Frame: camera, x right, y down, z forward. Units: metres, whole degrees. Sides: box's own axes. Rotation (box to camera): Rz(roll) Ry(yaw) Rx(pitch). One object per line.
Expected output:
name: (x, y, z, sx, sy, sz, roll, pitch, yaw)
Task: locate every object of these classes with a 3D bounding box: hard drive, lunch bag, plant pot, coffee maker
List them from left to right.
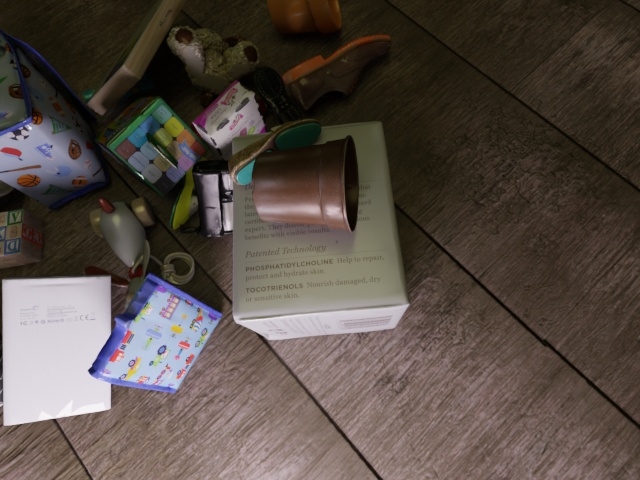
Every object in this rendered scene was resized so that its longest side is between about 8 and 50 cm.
lunch bag: (-0.774, -0.339, 1.150, 0.239, 0.328, 0.385, -25, 68, -4)
hard drive: (-0.597, 0.242, 0.980, 0.210, 0.040, 0.319, 0, 93, -27)
lunch bag: (-0.367, 0.207, 0.948, 0.138, 0.293, 0.221, 26, 74, 12)
coffee maker: (-0.278, -0.106, 1.093, 0.171, 0.178, 0.120, -15, 31, -25)
plant pot: (-0.054, -0.727, 1.313, 0.188, 0.205, 0.205, -10, 70, 18)
plant pot: (-0.024, -0.097, 0.756, 0.165, 0.167, 0.167, 0, 71, 12)

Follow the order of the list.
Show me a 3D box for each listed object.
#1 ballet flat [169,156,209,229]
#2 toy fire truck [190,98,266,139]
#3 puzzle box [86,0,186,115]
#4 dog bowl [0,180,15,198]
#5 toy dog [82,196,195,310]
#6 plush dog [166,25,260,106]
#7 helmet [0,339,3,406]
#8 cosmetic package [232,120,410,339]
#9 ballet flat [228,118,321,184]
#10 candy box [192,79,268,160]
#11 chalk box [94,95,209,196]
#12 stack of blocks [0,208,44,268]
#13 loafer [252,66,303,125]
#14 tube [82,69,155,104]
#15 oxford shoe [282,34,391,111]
ballet flat: (-0.354, -0.135, 1.186, 0.077, 0.077, 0.231, 11, 69, -9)
toy fire truck: (-0.267, -0.356, 1.250, 0.135, 0.047, 0.192, 13, 44, 43)
puzzle box: (-0.520, -0.571, 1.246, 0.272, 0.052, 0.409, -11, 54, 43)
dog bowl: (-1.014, -0.270, 1.120, 0.150, 0.408, 0.408, -21, 70, 10)
toy dog: (-0.499, 0.014, 1.095, 0.220, 0.161, 0.334, -39, 72, -9)
plush dog: (-0.333, -0.553, 1.294, 0.262, 0.210, 0.225, 3, 53, -24)
helmet: (-0.763, 0.319, 1.008, 0.169, 0.161, 0.169, -1, 71, 4)
cosmetic package: (0.000, 0.000, 0.974, 0.327, 0.329, 0.394, -6, 70, 4)
ballet flat: (-0.096, -0.189, 0.842, 0.206, 0.073, 0.067, -33, 55, -10)
candy box: (-0.226, -0.284, 1.139, 0.071, 0.233, 0.159, 38, 77, 15)
chalk box: (-0.427, -0.245, 1.100, 0.179, 0.180, 0.289, -50, 37, -13)
stack of blocks: (-0.931, -0.006, 1.173, 0.297, 0.087, 0.171, -10, 71, 1)
loafer: (-0.130, -0.402, 1.245, 0.080, 0.078, 0.220, -27, 82, -12)
tube: (-0.629, -0.471, 1.337, 0.207, 0.052, 0.080, -24, 79, -11)
oxford shoe: (0.067, -0.500, 1.274, 0.363, 0.130, 0.133, -29, 104, -13)
